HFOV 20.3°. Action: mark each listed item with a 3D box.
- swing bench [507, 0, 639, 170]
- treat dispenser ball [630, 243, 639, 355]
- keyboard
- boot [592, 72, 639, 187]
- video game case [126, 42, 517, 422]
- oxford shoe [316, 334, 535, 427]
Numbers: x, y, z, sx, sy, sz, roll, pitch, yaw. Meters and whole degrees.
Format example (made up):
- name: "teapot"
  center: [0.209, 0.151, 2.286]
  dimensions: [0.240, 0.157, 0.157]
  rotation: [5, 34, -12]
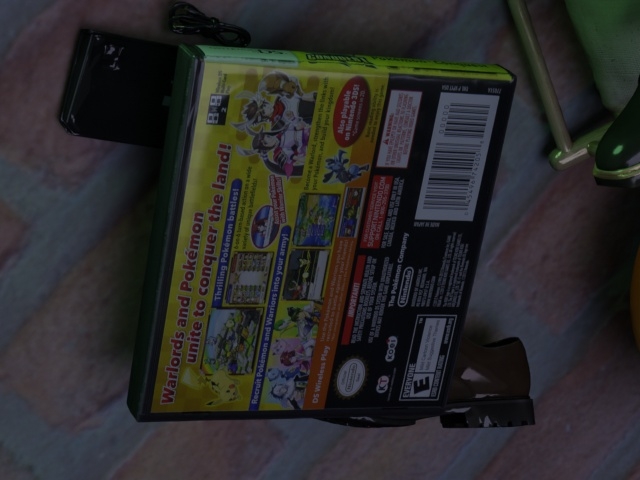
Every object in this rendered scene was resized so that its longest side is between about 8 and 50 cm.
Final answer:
- name: "swing bench"
  center: [0.281, -0.203, 1.369]
  dimensions: [0.254, 0.165, 0.253]
  rotation: [-34, 121, -19]
- name: "treat dispenser ball"
  center: [0.396, 0.049, 1.449]
  dimensions: [0.288, 0.288, 0.288]
  rotation: [-10, 114, -25]
- name: "keyboard"
  center: [-0.092, -0.116, 1.281]
  dimensions: [0.180, 0.023, 0.108]
  rotation: [7, 112, -31]
- name: "boot"
  center: [0.233, -0.142, 1.221]
  dimensions: [0.198, 0.077, 0.137]
  rotation: [-46, 122, -26]
- name: "video game case"
  center: [0.000, 0.000, 1.282]
  dimensions: [0.248, 0.035, 0.275]
  rotation: [1, 112, -24]
- name: "oxford shoe"
  center: [0.064, 0.103, 1.429]
  dimensions: [0.227, 0.083, 0.096]
  rotation: [1, 85, -27]
